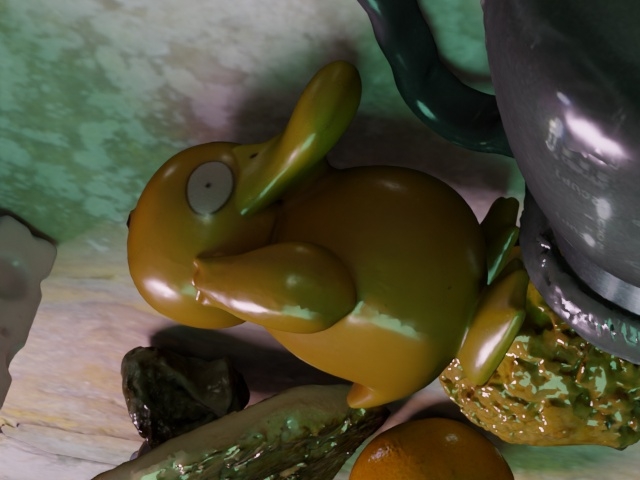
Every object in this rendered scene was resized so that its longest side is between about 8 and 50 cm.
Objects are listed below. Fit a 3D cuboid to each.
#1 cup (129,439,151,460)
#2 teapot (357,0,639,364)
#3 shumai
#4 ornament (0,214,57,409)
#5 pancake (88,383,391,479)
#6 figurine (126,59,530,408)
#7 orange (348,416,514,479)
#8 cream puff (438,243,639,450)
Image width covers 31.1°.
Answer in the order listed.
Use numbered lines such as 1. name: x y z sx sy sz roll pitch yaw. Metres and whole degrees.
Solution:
1. cup: -0.156 0.237 1.185 0.100 0.078 0.077 10 142 24
2. teapot: 0.155 -0.053 0.584 0.305 0.223 0.285 2 151 9
3. shumai: -0.114 0.137 1.026 0.087 0.099 0.124 -24 142 17
4. ornament: -0.391 0.074 0.876 0.239 0.240 0.240 -23 132 38
5. pancake: -0.100 0.225 1.033 0.356 0.065 0.356 -24 159 -9
6. figurine: 0.004 0.008 0.730 0.228 0.215 0.215 41 138 -12
7. orange: 0.101 0.229 1.060 0.156 0.124 0.156 -6 138 -5
8. cream puff: 0.171 0.087 0.839 0.189 0.129 0.189 9 148 5
